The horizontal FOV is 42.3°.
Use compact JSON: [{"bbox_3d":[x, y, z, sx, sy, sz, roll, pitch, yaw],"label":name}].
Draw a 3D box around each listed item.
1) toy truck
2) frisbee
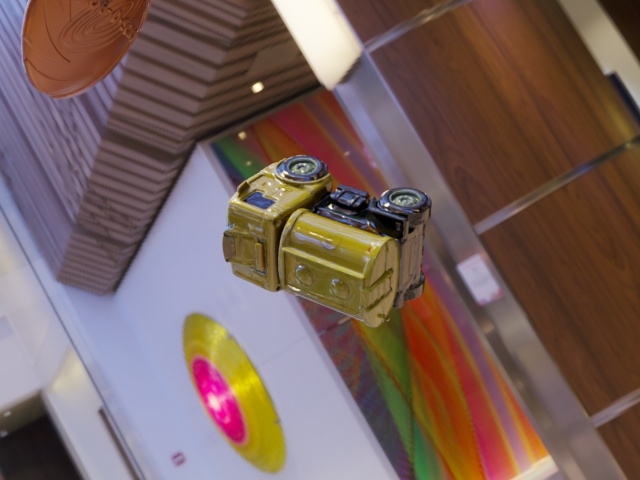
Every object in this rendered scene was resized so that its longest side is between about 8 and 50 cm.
[{"bbox_3d":[0.000,0.000,0.352,0.054,0.083,0.049,-39,-40,-44],"label":"toy truck"},{"bbox_3d":[-0.204,-0.215,0.776,0.192,0.035,0.192,-57,-8,-13],"label":"frisbee"}]
